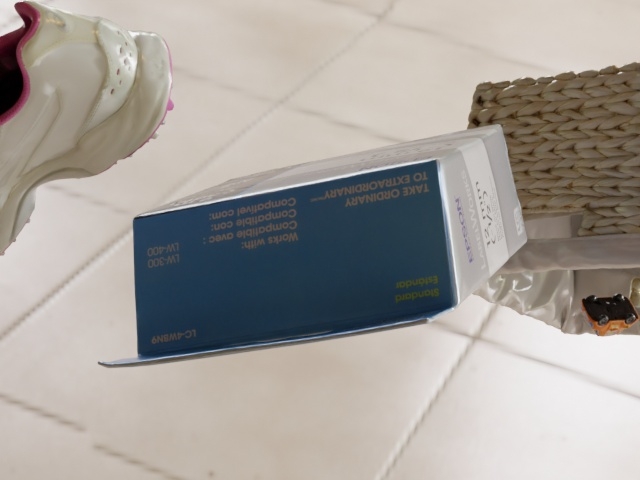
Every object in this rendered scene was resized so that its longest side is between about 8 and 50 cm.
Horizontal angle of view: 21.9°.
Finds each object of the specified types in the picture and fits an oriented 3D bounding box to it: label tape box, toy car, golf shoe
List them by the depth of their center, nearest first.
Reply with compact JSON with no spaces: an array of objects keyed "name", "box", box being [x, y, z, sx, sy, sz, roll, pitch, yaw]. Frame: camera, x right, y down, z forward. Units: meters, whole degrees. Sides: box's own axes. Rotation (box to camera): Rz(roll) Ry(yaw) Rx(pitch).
[{"name":"golf shoe","box":[-0.248,-0.072,1.194,0.140,0.306,0.115,25,38,-45]},{"name":"label tape box","box":[0.000,0.000,1.272,0.249,0.115,0.347,-10,5,19]},{"name":"toy car","box":[0.307,0.104,1.645,0.060,0.040,0.122,-17,52,-33]}]

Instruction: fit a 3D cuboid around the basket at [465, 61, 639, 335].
[{"name":"basket","box":[0.368,-0.042,2.052,0.328,0.266,0.331,-3,-17,41]}]
